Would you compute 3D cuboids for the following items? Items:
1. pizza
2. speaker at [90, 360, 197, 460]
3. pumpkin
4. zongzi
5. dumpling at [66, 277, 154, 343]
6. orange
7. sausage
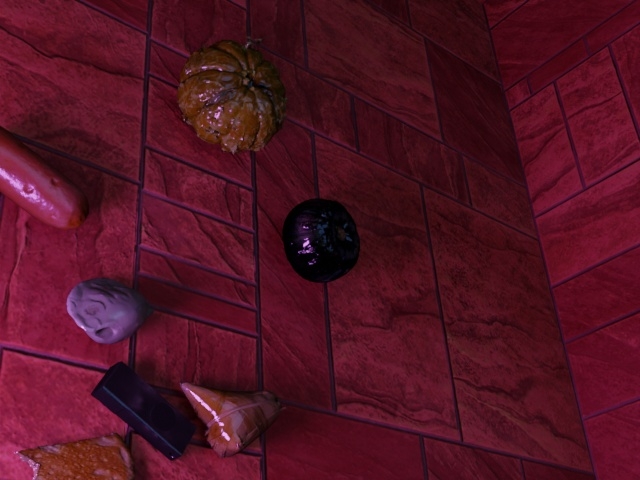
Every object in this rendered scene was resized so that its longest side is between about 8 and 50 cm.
[{"bbox_3d":[-0.455,0.447,1.563,0.262,0.034,0.181,10,57,-43],"label":"pizza"},{"bbox_3d":[-0.356,0.348,1.727,0.218,0.044,0.082,45,40,-14],"label":"speaker"},{"bbox_3d":[0.000,0.000,2.244,0.233,0.163,0.233,27,54,-43],"label":"pumpkin"},{"bbox_3d":[-0.196,0.352,1.857,0.197,0.099,0.194,53,38,7],"label":"zongzi"},{"bbox_3d":[-0.438,0.151,1.751,0.219,0.153,0.108,-9,113,-64],"label":"dumpling"},{"bbox_3d":[-0.226,-0.367,2.224,0.300,0.223,0.301,-33,89,-36],"label":"orange"},{"bbox_3d":[-0.595,-0.119,1.757,0.259,0.113,0.113,41,41,-16],"label":"sausage"}]
